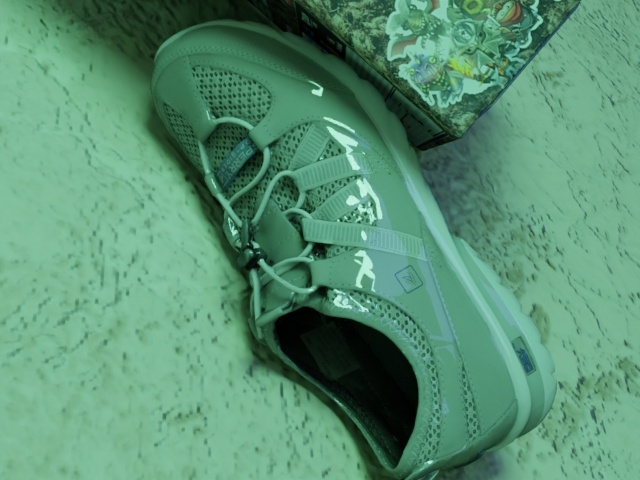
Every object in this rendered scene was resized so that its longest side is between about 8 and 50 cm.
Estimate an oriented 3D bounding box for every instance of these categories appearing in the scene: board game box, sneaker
[{"bbox_3d":[0.005,-0.198,0.685,0.291,0.141,0.232,41,2,-2],"label":"board game box"},{"bbox_3d":[0.000,0.000,0.612,0.281,0.105,0.115,48,45,12],"label":"sneaker"}]
